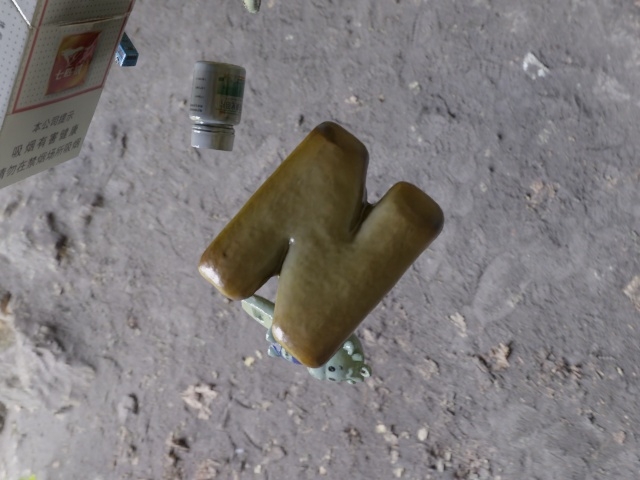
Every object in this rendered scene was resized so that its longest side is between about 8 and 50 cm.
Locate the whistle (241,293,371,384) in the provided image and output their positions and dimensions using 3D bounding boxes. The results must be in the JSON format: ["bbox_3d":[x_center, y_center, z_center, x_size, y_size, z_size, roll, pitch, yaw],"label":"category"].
[{"bbox_3d":[-0.026,0.147,1.142,0.244,0.110,0.092,27,54,24],"label":"whistle"}]

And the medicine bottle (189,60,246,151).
[{"bbox_3d":[-0.160,-0.205,1.148,0.080,0.080,0.130,12,99,34],"label":"medicine bottle"}]

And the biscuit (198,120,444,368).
[{"bbox_3d":[0.000,0.000,1.021,0.237,0.062,0.291,42,85,13],"label":"biscuit"}]

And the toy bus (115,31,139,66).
[{"bbox_3d":[-0.424,-0.412,1.602,0.083,0.038,0.046,57,135,21],"label":"toy bus"}]

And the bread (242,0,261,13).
[{"bbox_3d":[-0.144,-0.594,1.498,0.040,0.267,0.267,-1,68,0],"label":"bread"}]

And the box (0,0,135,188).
[{"bbox_3d":[-0.346,-0.234,0.929,0.095,0.210,0.330,31,117,5],"label":"box"}]
